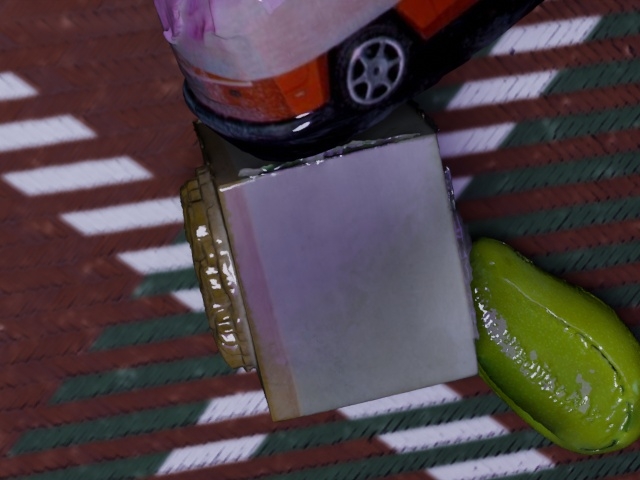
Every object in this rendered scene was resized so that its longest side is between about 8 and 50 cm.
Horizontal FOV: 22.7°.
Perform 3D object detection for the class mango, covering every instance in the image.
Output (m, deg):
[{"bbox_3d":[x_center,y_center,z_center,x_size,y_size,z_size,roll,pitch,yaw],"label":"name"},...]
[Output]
[{"bbox_3d":[0.140,0.064,0.990,0.091,0.074,0.165,-40,100,5],"label":"mango"}]

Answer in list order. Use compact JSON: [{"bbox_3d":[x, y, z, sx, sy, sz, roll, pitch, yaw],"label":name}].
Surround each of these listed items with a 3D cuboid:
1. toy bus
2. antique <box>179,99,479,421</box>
[{"bbox_3d":[0.045,-0.180,0.827,0.303,0.127,0.147,-36,127,-17],"label":"toy bus"},{"bbox_3d":[0.000,0.000,0.904,0.148,0.146,0.152,-14,109,-4],"label":"antique"}]
